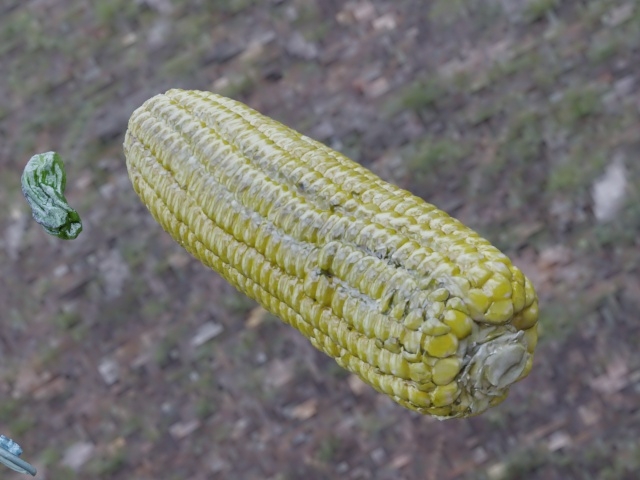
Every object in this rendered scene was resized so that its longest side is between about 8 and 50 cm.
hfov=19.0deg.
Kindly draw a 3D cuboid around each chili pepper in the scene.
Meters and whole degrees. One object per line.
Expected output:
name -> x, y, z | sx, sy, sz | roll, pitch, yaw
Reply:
chili pepper -> -0.205, -0.036, 1.443 | 0.030, 0.034, 0.091 | -48, 41, 24

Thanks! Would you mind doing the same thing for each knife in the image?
knife -> -0.129, 0.084, 0.775 | 0.010, 0.027, 0.096 | -59, 9, -9

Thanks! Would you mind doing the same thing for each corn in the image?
corn -> 0.000, 0.000, 0.716 | 0.072, 0.072, 0.203 | -36, 46, -24
